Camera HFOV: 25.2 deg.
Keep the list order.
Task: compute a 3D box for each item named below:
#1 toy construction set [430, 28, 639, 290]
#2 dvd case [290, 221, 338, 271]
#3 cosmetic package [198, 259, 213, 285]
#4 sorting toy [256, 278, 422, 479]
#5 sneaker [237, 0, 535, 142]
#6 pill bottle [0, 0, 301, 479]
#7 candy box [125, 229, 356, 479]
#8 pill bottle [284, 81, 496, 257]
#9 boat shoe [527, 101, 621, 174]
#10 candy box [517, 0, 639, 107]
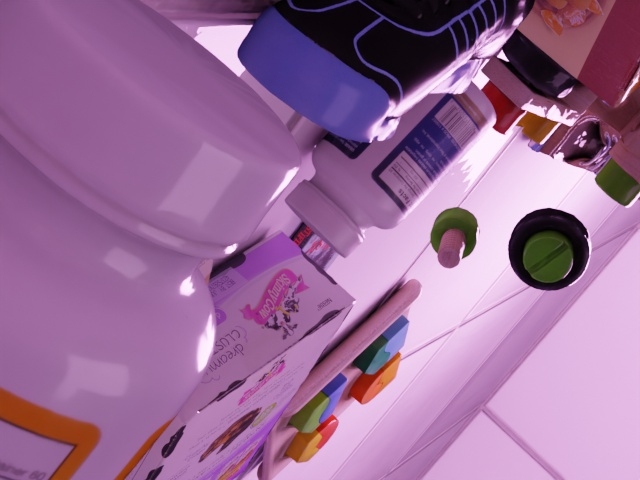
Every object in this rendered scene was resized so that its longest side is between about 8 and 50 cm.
[{"bbox_3d":[0.245,-0.125,1.046,0.237,0.258,0.308,-60,163,-68],"label":"toy construction set"},{"bbox_3d":[0.000,0.000,0.958,0.119,0.013,0.087,-54,165,23],"label":"dvd case"},{"bbox_3d":[-0.090,0.031,0.713,0.060,0.041,0.115,-41,165,-26],"label":"cosmetic package"},{"bbox_3d":[0.020,0.142,1.364,0.193,0.038,0.208,-41,165,-23],"label":"sorting toy"},{"bbox_3d":[0.041,-0.110,0.651,0.090,0.081,0.232,-56,171,24],"label":"sneaker"},{"bbox_3d":[-0.119,0.039,0.446,0.245,0.136,0.136,-51,166,14],"label":"pill bottle"},{"bbox_3d":[-0.086,0.106,0.877,0.165,0.070,0.196,-32,160,-47],"label":"candy box"},{"bbox_3d":[0.038,-0.049,0.820,0.120,0.067,0.067,-46,166,-3],"label":"pill bottle"},{"bbox_3d":[0.249,-0.098,1.318,0.066,0.066,0.183,-54,165,24],"label":"boat shoe"},{"bbox_3d":[0.249,-0.233,0.774,0.316,0.087,0.183,-42,166,-21],"label":"candy box"}]
